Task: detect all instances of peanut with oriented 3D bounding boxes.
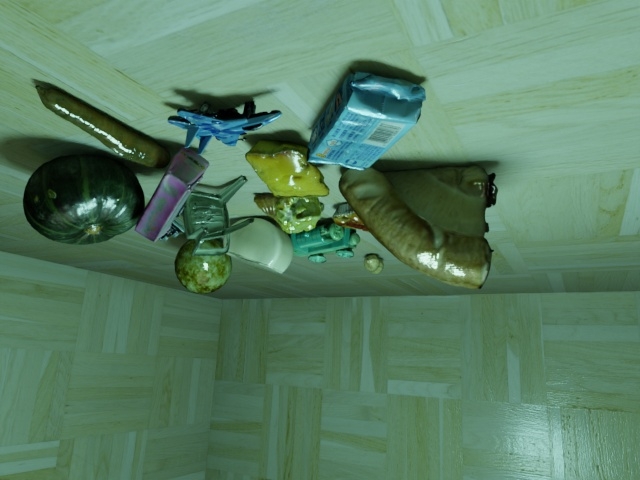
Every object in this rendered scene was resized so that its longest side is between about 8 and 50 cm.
[{"bbox_3d":[0.247,0.110,2.287,0.082,0.082,0.187,-2,164,20],"label":"peanut"}]

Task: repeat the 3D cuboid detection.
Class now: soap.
[{"bbox_3d":[0.081,-0.229,0.980,0.156,0.077,0.293,9,164,-18],"label":"soap"}]

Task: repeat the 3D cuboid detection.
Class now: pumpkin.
[{"bbox_3d":[-0.626,-0.112,1.310,0.300,0.207,0.300,-15,166,-4],"label":"pumpkin"}]

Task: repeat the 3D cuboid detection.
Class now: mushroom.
[{"bbox_3d":[0.233,-0.046,1.277,0.397,0.314,0.224,7,163,7],"label":"mushroom"}]

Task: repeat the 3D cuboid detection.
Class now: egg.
[{"bbox_3d":[-0.494,0.098,2.068,0.238,0.238,0.289,4,153,-3],"label":"egg"}]

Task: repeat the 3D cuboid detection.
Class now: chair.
[{"bbox_3d":[-0.309,-0.072,1.447,0.190,0.204,0.274,-2,165,-32],"label":"chair"}]

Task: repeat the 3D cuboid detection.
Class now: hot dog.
[{"bbox_3d":[0.152,-0.065,1.629,0.252,0.069,0.131,14,161,-41],"label":"hot dog"}]

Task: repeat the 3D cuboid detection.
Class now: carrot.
[{"bbox_3d":[-0.471,-0.239,1.085,0.070,0.070,0.342,-5,162,28],"label":"carrot"}]

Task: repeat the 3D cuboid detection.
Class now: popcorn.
[{"bbox_3d":[-0.066,-0.090,1.455,0.162,0.142,0.135,19,-149,20],"label":"popcorn"}]

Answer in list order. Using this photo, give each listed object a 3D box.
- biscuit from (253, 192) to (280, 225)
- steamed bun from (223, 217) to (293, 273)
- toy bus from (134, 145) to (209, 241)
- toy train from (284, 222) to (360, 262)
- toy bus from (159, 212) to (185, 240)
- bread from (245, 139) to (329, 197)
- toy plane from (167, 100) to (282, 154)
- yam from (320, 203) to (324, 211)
[{"bbox_3d":[-0.129,-0.090,1.559,0.118,0.061,0.183,-12,147,29],"label":"biscuit"},{"bbox_3d":[-0.221,0.008,1.785,0.241,0.164,0.146,17,172,27],"label":"steamed bun"},{"bbox_3d":[-0.386,-0.111,1.267,0.090,0.112,0.274,33,131,-14],"label":"toy bus"},{"bbox_3d":[0.000,0.000,1.829,0.194,0.120,0.298,21,158,-38],"label":"toy train"},{"bbox_3d":[-0.511,-0.068,1.675,0.182,0.103,0.091,-13,129,48],"label":"toy bus"},{"bbox_3d":[-0.076,-0.177,1.208,0.160,0.088,0.233,-6,161,15],"label":"bread"},{"bbox_3d":[-0.183,-0.242,0.996,0.246,0.078,0.169,-12,160,27],"label":"toy plane"},{"bbox_3d":[-0.051,-0.105,1.603,0.129,0.027,0.033,1,-150,25],"label":"yam"}]
